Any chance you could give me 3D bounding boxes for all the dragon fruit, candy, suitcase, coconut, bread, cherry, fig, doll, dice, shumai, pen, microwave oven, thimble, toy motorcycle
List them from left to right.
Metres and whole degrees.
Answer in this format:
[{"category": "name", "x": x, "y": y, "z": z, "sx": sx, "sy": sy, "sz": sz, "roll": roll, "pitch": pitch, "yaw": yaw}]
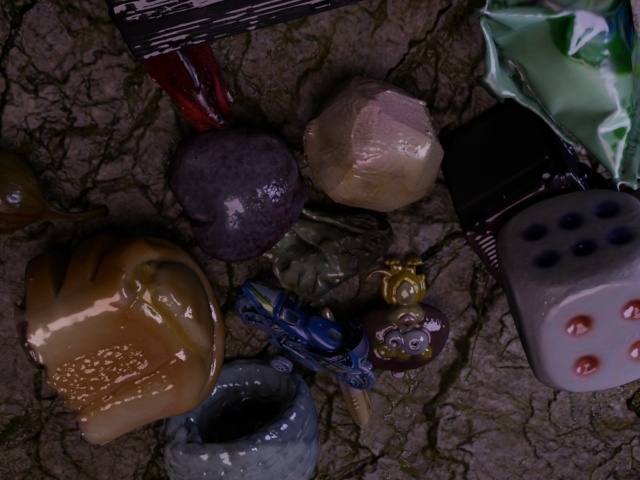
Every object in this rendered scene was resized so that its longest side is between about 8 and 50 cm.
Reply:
[{"category": "fig", "x": -0.403, "y": -0.053, "z": 1.942, "sx": 0.236, "sy": 0.124, "sz": 0.124, "roll": 19, "pitch": 119, "yaw": -30}, {"category": "bread", "x": -0.283, "y": 0.118, "z": 2.004, "sx": 0.270, "sy": 0.211, "sz": 0.316, "roll": -26, "pitch": 129, "yaw": 1}, {"category": "dragon fruit", "x": -0.163, "y": -0.236, "z": 1.832, "sx": 0.092, "sy": 0.122, "sz": 0.192, "roll": -37, "pitch": 103, "yaw": -24}, {"category": "suitcase", "x": -0.102, "y": -0.372, "z": 1.687, "sx": 0.335, "sy": 0.229, "sz": 0.152, "roll": -14, "pitch": 135, "yaw": 4}, {"category": "cherry", "x": -0.112, "y": -0.068, "z": 1.910, "sx": 0.195, "sy": 0.195, "sz": 0.195, "roll": -2, "pitch": 122, "yaw": -4}, {"category": "thimble", "x": -0.122, "y": 0.305, "z": 2.127, "sx": 0.250, "sy": 0.205, "sz": 0.172, "roll": -25, "pitch": 131, "yaw": -21}, {"category": "toy motorcycle", "x": -0.015, "y": 0.140, "z": 2.064, "sx": 0.254, "sy": 0.092, "sz": 0.135, "roll": 32, "pitch": 148, "yaw": -7}, {"category": "shumai", "x": 0.005, "y": -0.003, "z": 2.013, "sx": 0.184, "sy": 0.184, "sz": 0.142, "roll": -36, "pitch": 91, "yaw": 16}, {"category": "pen", "x": 0.040, "y": 0.198, "z": 2.177, "sx": 0.040, "sy": 0.032, "sz": 0.233, "roll": -16, "pitch": 122, "yaw": 4}, {"category": "coconut", "x": 0.063, "y": -0.132, "z": 1.890, "sx": 0.194, "sy": 0.194, "sz": 0.194, "roll": -2, "pitch": 122, "yaw": -4}, {"category": "doll", "x": 0.113, "y": 0.118, "z": 2.102, "sx": 0.145, "sy": 0.096, "sz": 0.188, "roll": -24, "pitch": 111, "yaw": 1}, {"category": "microwave oven", "x": 0.284, "y": -0.066, "z": 1.914, "sx": 0.188, "sy": 0.247, "sz": 0.178, "roll": -33, "pitch": 122, "yaw": 16}, {"category": "dice", "x": 0.334, "y": 0.063, "z": 1.748, "sx": 0.193, "sy": 0.194, "sz": 0.192, "roll": -17, "pitch": 129, "yaw": 5}, {"category": "candy", "x": 0.348, "y": -0.244, "z": 1.805, "sx": 0.172, "sy": 0.263, "sz": 0.398, "roll": -16, "pitch": 127, "yaw": 43}]

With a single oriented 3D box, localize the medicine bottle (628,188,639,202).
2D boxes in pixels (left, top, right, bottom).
[{"category": "medicine bottle", "x": 0.434, "y": 0.024, "z": 2.018, "sx": 0.324, "sy": 0.179, "sz": 0.124, "roll": -30, "pitch": 120, "yaw": 12}]
